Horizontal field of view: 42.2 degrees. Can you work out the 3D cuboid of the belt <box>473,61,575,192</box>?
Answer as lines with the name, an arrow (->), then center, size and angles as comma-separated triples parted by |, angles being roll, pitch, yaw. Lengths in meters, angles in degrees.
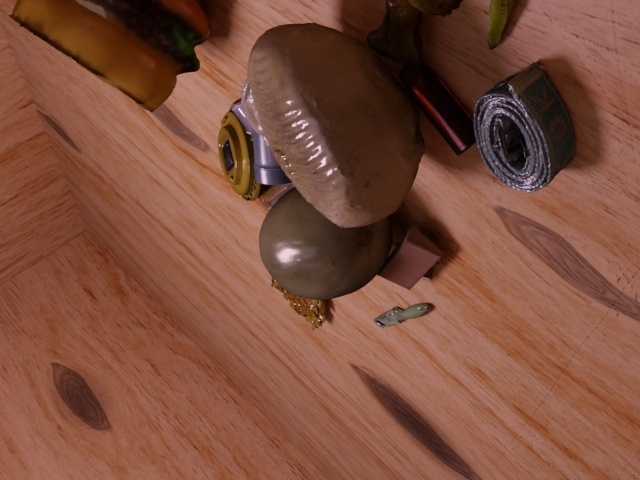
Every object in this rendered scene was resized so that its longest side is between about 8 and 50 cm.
belt -> 0.287, -0.151, 1.189 | 0.163, 0.082, 0.148 | 56, 153, -8

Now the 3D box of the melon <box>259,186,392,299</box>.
melon -> 0.010, -0.003, 1.706 | 0.308, 0.271, 0.271 | -14, 114, 34

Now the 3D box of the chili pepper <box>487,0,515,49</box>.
chili pepper -> 0.235, -0.327, 1.090 | 0.049, 0.043, 0.208 | 23, 145, 29

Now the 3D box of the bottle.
bottle -> 0.189, -0.215, 1.314 | 0.164, 0.060, 0.060 | 52, 157, 4

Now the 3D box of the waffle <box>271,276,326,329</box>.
waffle -> -0.067, 0.118, 2.275 | 0.245, 0.052, 0.254 | 40, 152, 33

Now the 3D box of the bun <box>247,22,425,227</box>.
bun -> 0.030, -0.206, 1.372 | 0.362, 0.235, 0.326 | 57, 172, 8

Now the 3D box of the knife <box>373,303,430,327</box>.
knife -> 0.184, 0.170, 1.911 | 0.043, 0.020, 0.293 | 51, 158, 0

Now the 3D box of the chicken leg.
chicken leg -> 0.128, -0.367, 1.133 | 0.361, 0.140, 0.211 | 68, 177, -52

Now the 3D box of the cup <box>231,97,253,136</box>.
cup -> -0.133, -0.271, 1.825 | 0.116, 0.074, 0.104 | 56, 159, -14

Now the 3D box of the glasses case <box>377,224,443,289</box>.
glasses case -> 0.195, 0.030, 1.655 | 0.103, 0.070, 0.193 | 24, 153, -3

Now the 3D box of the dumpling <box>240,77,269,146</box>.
dumpling -> -0.054, -0.228, 1.625 | 0.258, 0.147, 0.193 | 42, 148, -19

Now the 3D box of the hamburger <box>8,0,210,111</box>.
hamburger -> -0.423, -0.475, 1.736 | 0.396, 0.277, 0.396 | 32, -179, 0

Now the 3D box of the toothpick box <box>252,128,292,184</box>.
toothpick box -> -0.095, -0.204, 1.755 | 0.101, 0.101, 0.153 | 24, 124, 49

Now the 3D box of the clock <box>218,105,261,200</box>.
clock -> -0.201, -0.205, 1.967 | 0.237, 0.057, 0.236 | 169, 90, -68

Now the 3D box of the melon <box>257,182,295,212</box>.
melon -> -0.101, -0.100, 1.988 | 0.139, 0.093, 0.202 | 55, 165, -25
